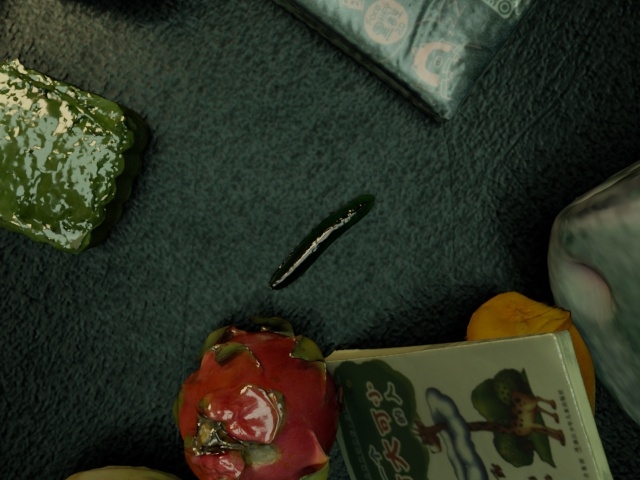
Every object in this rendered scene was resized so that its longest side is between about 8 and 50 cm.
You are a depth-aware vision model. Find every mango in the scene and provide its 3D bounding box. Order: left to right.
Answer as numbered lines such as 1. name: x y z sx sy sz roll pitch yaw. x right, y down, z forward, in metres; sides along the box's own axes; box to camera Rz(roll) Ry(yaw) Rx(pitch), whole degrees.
1. mango: 0.267 0.200 0.999 0.138 0.187 0.257 -23 110 -2

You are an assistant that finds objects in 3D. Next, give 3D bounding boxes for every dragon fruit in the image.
1. dragon fruit: -0.077 0.206 0.986 0.224 0.227 0.224 0 85 -4

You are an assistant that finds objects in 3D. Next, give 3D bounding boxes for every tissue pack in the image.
1. tissue pack: 0.101 -0.330 1.018 0.316 0.103 0.228 37 90 -3

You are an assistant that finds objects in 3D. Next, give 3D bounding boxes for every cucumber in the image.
1. cucumber: 0.000 0.000 1.067 0.184 0.033 0.036 -42 68 1

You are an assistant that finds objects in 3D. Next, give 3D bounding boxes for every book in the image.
1. book: 0.159 0.244 0.948 0.043 0.371 0.260 -19 92 -43

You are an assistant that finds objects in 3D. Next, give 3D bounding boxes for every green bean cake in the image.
1. green bean cake: -0.342 -0.103 1.015 0.214 0.113 0.200 21 92 -3

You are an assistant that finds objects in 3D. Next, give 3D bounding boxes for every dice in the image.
1. dice: 0.481 0.029 0.891 0.328 0.330 0.348 -30 92 -20

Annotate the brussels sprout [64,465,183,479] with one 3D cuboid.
1. brussels sprout: -0.247 0.411 0.995 0.259 0.227 0.294 -40 117 -6
